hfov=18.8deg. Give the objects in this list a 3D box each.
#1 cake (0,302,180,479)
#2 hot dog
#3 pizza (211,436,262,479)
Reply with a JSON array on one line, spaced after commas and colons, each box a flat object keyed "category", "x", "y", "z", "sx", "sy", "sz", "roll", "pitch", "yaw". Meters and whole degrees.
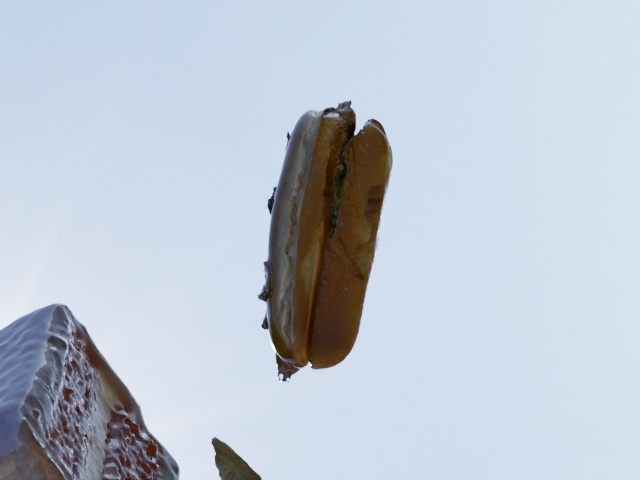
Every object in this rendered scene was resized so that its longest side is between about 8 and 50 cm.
[{"category": "cake", "x": -0.285, "y": 0.232, "z": 1.807, "sx": 0.237, "sy": 0.230, "sz": 0.309, "roll": 59, "pitch": -168, "yaw": -19}, {"category": "hot dog", "x": 0.000, "y": 0.000, "z": 1.787, "sx": 0.109, "sy": 0.072, "sz": 0.269, "roll": 15, "pitch": -96, "yaw": -27}, {"category": "pizza", "x": -0.065, "y": 0.323, "z": 1.961, "sx": 0.262, "sy": 0.181, "sz": 0.034, "roll": 65, "pitch": -154, "yaw": -1}]
